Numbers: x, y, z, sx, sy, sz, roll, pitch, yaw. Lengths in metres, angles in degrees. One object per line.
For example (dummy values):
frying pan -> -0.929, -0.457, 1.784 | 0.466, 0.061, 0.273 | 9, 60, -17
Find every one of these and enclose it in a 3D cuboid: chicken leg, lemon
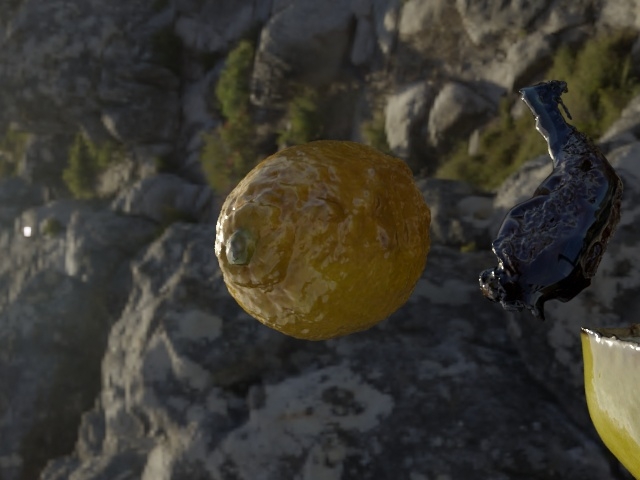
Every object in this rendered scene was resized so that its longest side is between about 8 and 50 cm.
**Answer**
chicken leg -> 0.199, -0.041, 0.886 | 0.051, 0.105, 0.253 | 71, -151, -48
lemon -> 0.000, 0.000, 0.740 | 0.142, 0.187, 0.142 | 6, 100, 37

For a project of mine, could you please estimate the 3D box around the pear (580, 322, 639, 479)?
pear -> 0.406, 0.170, 0.867 | 0.386, 0.340, 0.192 | -2, 86, 47
